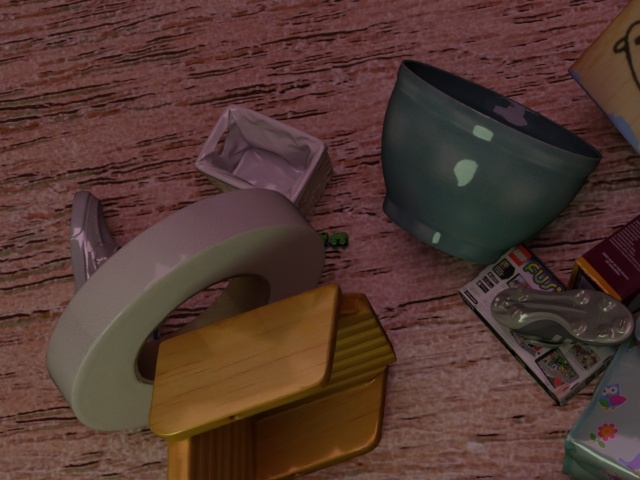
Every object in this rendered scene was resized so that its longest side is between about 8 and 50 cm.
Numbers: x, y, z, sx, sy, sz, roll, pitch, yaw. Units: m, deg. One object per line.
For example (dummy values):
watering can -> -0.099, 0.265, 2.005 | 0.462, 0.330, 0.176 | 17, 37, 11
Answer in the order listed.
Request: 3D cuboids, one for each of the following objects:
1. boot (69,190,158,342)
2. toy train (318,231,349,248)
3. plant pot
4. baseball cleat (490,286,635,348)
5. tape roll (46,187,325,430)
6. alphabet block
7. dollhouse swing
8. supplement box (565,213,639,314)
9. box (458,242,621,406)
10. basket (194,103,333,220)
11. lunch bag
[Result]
boot -> -0.287, 0.048, 2.068 | 0.123, 0.095, 0.258 | -7, 76, 3
toy train -> 0.000, 0.000, 2.054 | 0.083, 0.017, 0.023 | -2, 59, 12
plant pot -> 0.198, -0.091, 1.924 | 0.293, 0.293, 0.196 | 32, 106, 22
baseball cleat -> 0.320, 0.103, 1.839 | 0.206, 0.109, 0.072 | 13, 72, 40
tape roll -> -0.167, 0.094, 1.854 | 0.392, 0.392, 0.072 | -38, 66, -4
alphabet block -> 0.485, -0.223, 1.899 | 0.197, 0.193, 0.192 | -50, 64, 28
dollhouse swing -> -0.034, 0.281, 1.767 | 0.315, 0.347, 0.305 | -19, 65, 5
supplement box -> 0.420, 0.027, 1.881 | 0.188, 0.104, 0.081 | -33, 66, -16
box -> 0.294, 0.109, 1.933 | 0.114, 0.036, 0.207 | -39, 66, -4
basket -> -0.076, -0.104, 2.064 | 0.167, 0.103, 0.113 | 24, 76, 21
lunch bag -> 0.455, 0.214, 1.791 | 0.223, 0.160, 0.262 | 28, 70, 21
